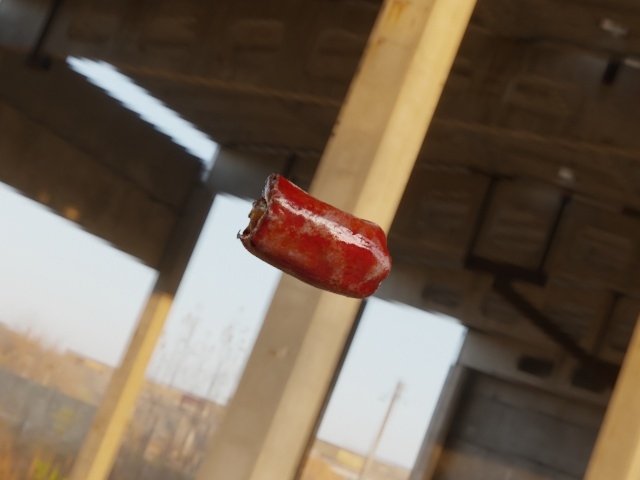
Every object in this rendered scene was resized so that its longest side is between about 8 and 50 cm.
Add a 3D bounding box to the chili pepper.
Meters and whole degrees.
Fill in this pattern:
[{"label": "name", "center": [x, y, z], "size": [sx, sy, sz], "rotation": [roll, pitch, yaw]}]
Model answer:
[{"label": "chili pepper", "center": [0.000, 0.000, 1.147], "size": [0.123, 0.073, 0.070], "rotation": [24, -19, -15]}]
